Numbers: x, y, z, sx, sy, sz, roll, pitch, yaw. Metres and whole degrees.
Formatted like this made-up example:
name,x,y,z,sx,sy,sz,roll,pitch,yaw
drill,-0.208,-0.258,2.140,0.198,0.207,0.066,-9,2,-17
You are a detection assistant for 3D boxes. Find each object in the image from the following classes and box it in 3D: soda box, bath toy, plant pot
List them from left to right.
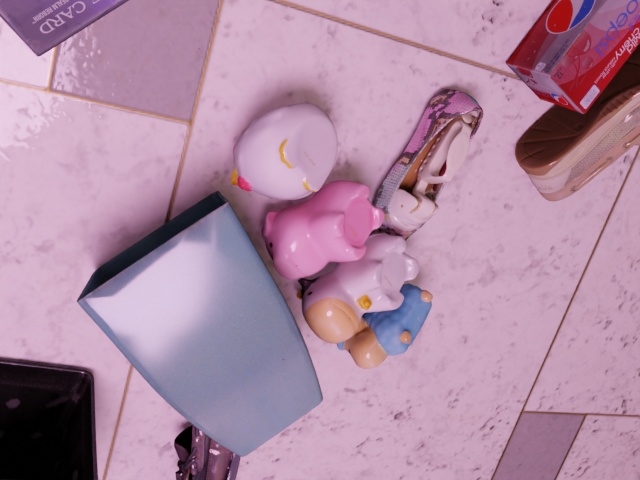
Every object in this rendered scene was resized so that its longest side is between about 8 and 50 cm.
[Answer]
name,x,y,z,sx,sy,sz,roll,pitch,yaw
plant pot,-0.356,0.254,0.749,0.187,0.188,0.167,13,119,-28
plant pot,-0.108,0.094,0.742,0.165,0.166,0.234,-34,103,-6
bath toy,0.000,0.000,0.813,0.151,0.129,0.348,-51,128,-27
soda box,0.351,-0.289,0.846,0.083,0.092,0.263,33,98,-31

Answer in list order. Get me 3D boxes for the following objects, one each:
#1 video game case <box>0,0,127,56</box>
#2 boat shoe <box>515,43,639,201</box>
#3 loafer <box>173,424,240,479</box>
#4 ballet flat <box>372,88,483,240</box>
name,x,y,z,sx,sy,sz,roll,pitch,yaw
video game case,-0.236,-0.299,0.557,0.196,0.026,0.274,-31,142,3
boat shoe,0.396,-0.172,0.916,0.302,0.109,0.098,-41,128,6
loafer,-0.141,0.233,0.884,0.095,0.109,0.303,15,101,-9
ballet flat,0.129,-0.077,0.856,0.076,0.079,0.222,20,104,-30
